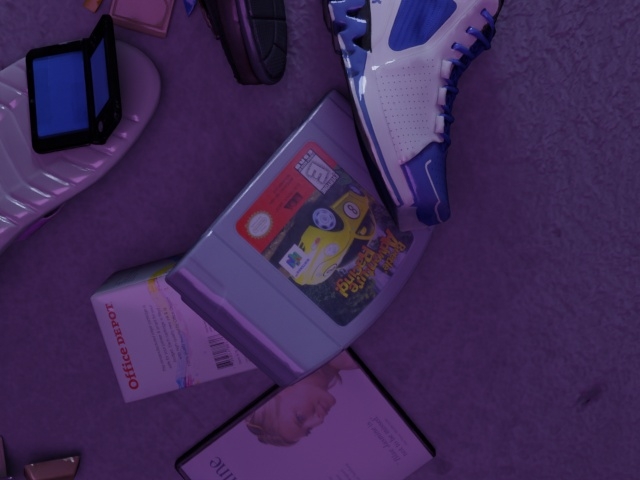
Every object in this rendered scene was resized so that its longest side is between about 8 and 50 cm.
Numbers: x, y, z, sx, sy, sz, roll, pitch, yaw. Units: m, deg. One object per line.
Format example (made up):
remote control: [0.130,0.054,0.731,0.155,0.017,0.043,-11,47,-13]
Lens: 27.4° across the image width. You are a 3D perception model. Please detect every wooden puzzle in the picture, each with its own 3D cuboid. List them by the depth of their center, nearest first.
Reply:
wooden puzzle: [-0.193,-0.263,1.433,0.116,0.014,0.078,23,106,-2]

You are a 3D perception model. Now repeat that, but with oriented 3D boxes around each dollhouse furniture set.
dollhouse furniture set: [-0.346,0.259,1.554,0.114,0.091,0.081,-8,60,-17]

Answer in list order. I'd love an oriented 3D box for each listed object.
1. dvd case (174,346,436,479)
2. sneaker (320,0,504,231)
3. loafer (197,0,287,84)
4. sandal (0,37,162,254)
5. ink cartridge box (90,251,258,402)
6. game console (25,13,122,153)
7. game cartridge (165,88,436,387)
dvd case: [-0.019,0.254,1.528,0.253,0.022,0.180,-38,98,10]
sneaker: [0.113,-0.183,1.348,0.182,0.127,0.315,-15,77,0]
loafer: [-0.108,-0.307,1.385,0.095,0.109,0.302,-9,95,23]
sandal: [-0.347,-0.063,1.439,0.416,0.102,0.169,-43,78,-6]
ink cartridge box: [-0.142,0.083,1.444,0.176,0.127,0.128,-15,100,5]
game console: [-0.258,-0.163,1.370,0.071,0.107,0.122,-1,73,-25]
game cartridge: [0.000,0.000,1.375,0.196,0.060,0.294,44,63,-10]
